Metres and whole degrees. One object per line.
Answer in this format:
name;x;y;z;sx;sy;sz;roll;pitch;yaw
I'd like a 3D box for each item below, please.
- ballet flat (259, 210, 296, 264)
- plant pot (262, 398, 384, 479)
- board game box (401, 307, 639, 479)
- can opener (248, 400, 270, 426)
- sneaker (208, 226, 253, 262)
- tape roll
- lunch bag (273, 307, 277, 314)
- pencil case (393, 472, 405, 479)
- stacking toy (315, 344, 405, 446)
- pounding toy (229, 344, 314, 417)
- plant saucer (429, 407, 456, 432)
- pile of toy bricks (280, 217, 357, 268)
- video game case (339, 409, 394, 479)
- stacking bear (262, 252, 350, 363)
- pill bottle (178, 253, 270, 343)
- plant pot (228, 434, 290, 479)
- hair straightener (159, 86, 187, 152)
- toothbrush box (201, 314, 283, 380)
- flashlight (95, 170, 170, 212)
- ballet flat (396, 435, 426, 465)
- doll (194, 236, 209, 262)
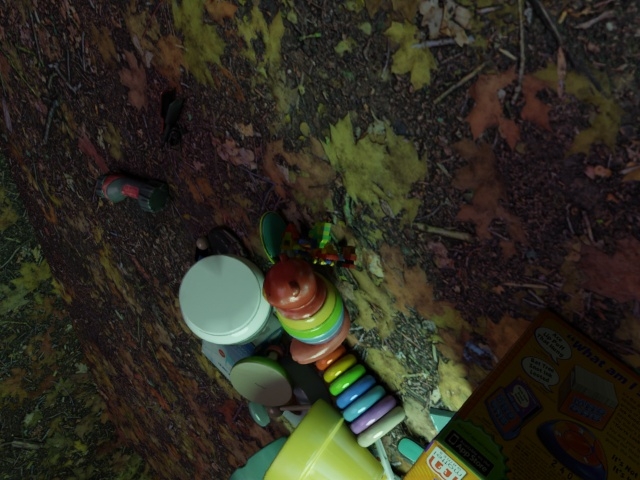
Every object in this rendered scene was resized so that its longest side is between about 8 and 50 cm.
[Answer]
ballet flat;-0.100;0.034;1.505;0.230;0.077;0.077;65;160;-15
plant pot;0.022;0.575;1.527;0.239;0.254;0.254;33;140;13
board game box;0.373;0.415;1.009;0.357;0.356;0.356;39;142;21
can opener;-0.228;0.478;1.986;0.280;0.093;0.074;59;145;4
sneaker;-0.263;0.107;1.666;0.281;0.163;0.106;56;144;0
tape roll;-0.071;0.456;1.796;0.219;0.072;0.219;30;137;33
lunch bag;-0.095;0.184;1.629;0.071;0.053;0.083;10;133;47
pencil case;0.137;0.660;1.681;0.273;0.114;0.124;29;124;31
stacking toy;0.065;0.348;1.522;0.330;0.141;0.141;53;145;16
pounding toy;-0.134;0.383;1.692;0.183;0.110;0.237;-24;117;33
plant saucer;0.328;0.423;1.358;0.192;0.018;0.067;-8;111;50
pile of toy bricks;0.000;0.000;1.355;0.212;0.118;0.105;7;88;59
video game case;0.071;0.574;1.642;0.227;0.026;0.206;-28;75;31
stacking bear;-0.040;0.137;1.349;0.289;0.164;0.175;62;-168;-56
pill bottle;-0.221;0.145;1.435;0.210;0.210;0.363;51;171;7
plant pot;-0.109;0.845;1.949;0.334;0.341;0.341;50;145;21
hair straightener;-0.400;-0.301;1.605;0.089;0.047;0.230;48;144;11
toothbrush box;-0.244;0.300;1.829;0.216;0.126;0.295;41;143;20
flashlight;-0.600;-0.150;1.905;0.304;0.103;0.103;19;130;41
ballet flat;0.278;0.560;1.488;0.203;0.074;0.074;34;139;18
doll;-0.351;0.046;1.782;0.046;0.129;0.189;5;148;-6
